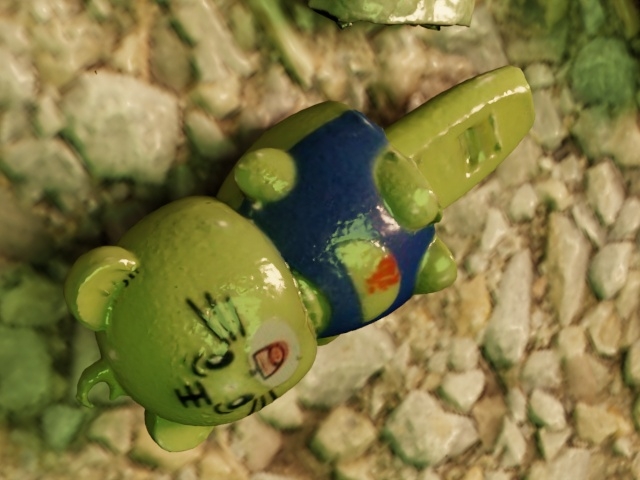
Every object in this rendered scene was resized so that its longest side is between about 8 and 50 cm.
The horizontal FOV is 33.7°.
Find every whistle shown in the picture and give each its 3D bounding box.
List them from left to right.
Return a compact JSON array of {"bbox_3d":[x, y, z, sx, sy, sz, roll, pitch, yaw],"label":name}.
[{"bbox_3d":[0.000,0.000,0.428,0.227,0.085,0.105,-33,131,-16],"label":"whistle"}]

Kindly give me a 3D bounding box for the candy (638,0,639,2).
[{"bbox_3d":[0.141,-0.168,0.442,0.061,0.088,0.312,-46,125,-2],"label":"candy"}]

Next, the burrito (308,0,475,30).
[{"bbox_3d":[0.033,-0.139,0.417,0.074,0.044,0.118,-10,115,-29],"label":"burrito"}]
